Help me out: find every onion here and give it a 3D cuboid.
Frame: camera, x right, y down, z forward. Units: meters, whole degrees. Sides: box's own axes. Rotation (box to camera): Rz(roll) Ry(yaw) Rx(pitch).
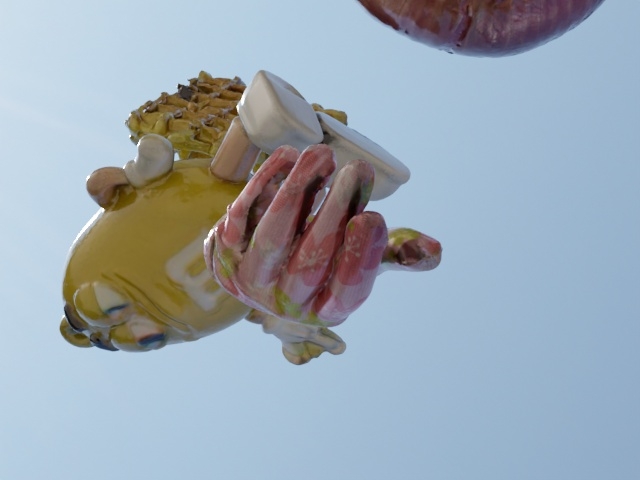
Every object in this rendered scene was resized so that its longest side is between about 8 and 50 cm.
[{"bbox_3d":[0.169,-0.369,1.500,0.353,0.353,0.354,-9,-116,19],"label":"onion"}]

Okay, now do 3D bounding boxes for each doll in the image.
[{"bbox_3d":[-0.101,-0.006,1.515,0.348,0.423,0.161,13,-146,-9],"label":"doll"}]

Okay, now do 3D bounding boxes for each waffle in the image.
[{"bbox_3d":[-0.109,-0.147,1.699,0.283,0.309,0.065,44,-53,52],"label":"waffle"}]

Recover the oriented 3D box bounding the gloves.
[{"bbox_3d":[-0.008,0.009,1.042,0.145,0.241,0.126,40,-99,-11],"label":"gloves"}]
